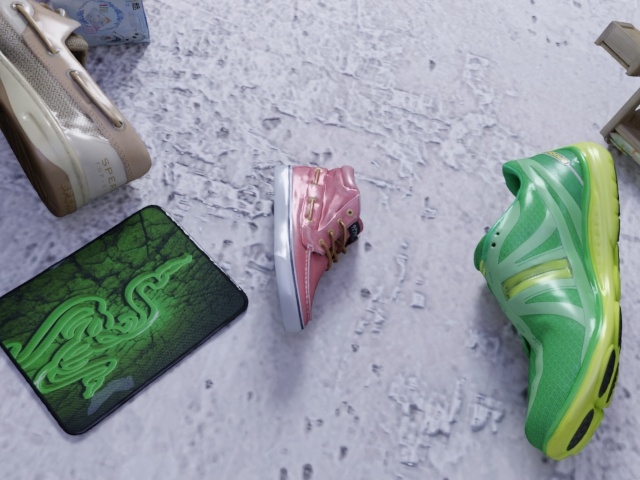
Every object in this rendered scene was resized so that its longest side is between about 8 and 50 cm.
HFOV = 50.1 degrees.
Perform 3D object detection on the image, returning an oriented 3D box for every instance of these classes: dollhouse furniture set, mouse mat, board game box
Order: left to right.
[{"bbox_3d":[-0.237,-0.244,0.744,0.090,0.090,0.020,-8,75,-9],"label":"board game box"},{"bbox_3d":[-0.179,0.060,0.605,0.190,0.007,0.153,-38,67,-23],"label":"mouse mat"},{"bbox_3d":[0.382,-0.135,0.741,0.161,0.101,0.181,-8,54,-39],"label":"dollhouse furniture set"}]

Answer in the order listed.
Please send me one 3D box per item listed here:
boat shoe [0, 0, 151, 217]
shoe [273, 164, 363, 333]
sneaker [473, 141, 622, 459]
[{"bbox_3d":[-0.290,-0.176,0.689,0.110,0.121,0.341,-28,73,-25],"label":"boat shoe"},{"bbox_3d":[0.000,0.000,0.621,0.081,0.063,0.177,-4,53,-1],"label":"shoe"},{"bbox_3d":[0.197,0.046,0.599,0.124,0.109,0.295,-1,56,23],"label":"sneaker"}]
